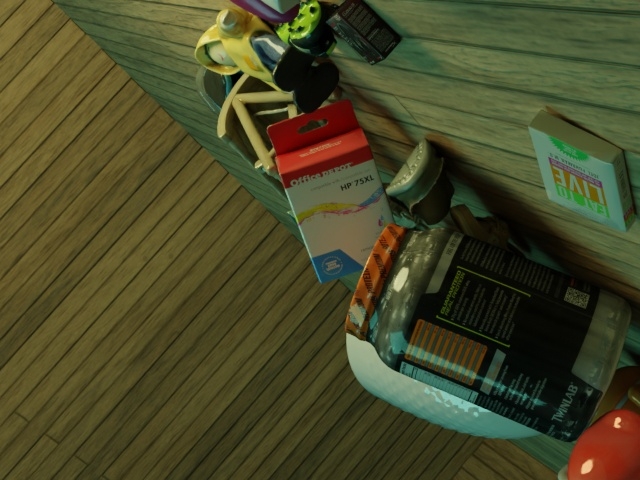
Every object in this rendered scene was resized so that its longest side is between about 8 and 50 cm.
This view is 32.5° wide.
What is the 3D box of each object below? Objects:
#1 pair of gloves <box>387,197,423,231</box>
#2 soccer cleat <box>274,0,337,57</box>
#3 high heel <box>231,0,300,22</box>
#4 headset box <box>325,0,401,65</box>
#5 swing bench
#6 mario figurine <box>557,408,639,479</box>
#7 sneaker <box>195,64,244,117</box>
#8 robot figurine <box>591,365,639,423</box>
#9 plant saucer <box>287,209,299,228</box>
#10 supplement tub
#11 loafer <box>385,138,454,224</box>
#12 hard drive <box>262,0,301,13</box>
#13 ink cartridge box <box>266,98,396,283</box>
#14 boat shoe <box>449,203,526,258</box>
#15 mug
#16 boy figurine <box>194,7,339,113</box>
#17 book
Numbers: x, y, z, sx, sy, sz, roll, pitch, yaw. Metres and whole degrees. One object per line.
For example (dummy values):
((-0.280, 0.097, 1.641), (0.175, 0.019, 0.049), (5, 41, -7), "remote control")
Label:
((0.191, 0.006, 1.995), (0.240, 0.042, 0.204), (35, 167, 10), "pair of gloves")
((-0.008, -0.258, 1.363), (0.072, 0.060, 0.179), (33, -178, -15), "soccer cleat")
((-0.114, -0.349, 1.247), (0.244, 0.082, 0.117), (54, -175, 4), "high heel")
((0.045, -0.240, 1.244), (0.083, 0.032, 0.062), (41, 174, -11), "headset box")
((-0.017, -0.130, 1.756), (0.253, 0.165, 0.255), (44, 172, -36), "swing bench")
((0.436, 0.309, 1.390), (0.320, 0.198, 0.170), (2, -133, -35), "mario figurine")
((-0.079, -0.186, 1.924), (0.341, 0.125, 0.140), (42, 171, -18), "sneaker")
((0.491, 0.271, 1.621), (0.219, 0.128, 0.158), (38, -156, 31), "robot figurine")
((0.000, 0.000, 1.733), (0.067, 0.018, 0.192), (34, 173, 22), "plant saucer")
((0.217, 0.112, 1.456), (0.338, 0.207, 0.207), (23, 170, 10), "supplement tub")
((0.151, -0.076, 1.527), (0.087, 0.094, 0.251), (35, -178, 5), "loafer")
((-0.141, -0.380, 1.109), (0.307, 0.040, 0.203), (38, 153, 28), "hard drive")
((0.022, -0.069, 1.564), (0.078, 0.134, 0.231), (-104, -6, -64), "ink cartridge box")
((0.239, -0.007, 1.553), (0.170, 0.059, 0.063), (45, -169, -44), "boat shoe")
((0.281, 0.186, 1.762), (0.374, 0.276, 0.328), (26, 175, -39), "mug")
((-0.096, -0.274, 1.599), (0.285, 0.092, 0.177), (29, 169, 49), "boy figurine")
((0.268, -0.068, 1.112), (0.096, 0.035, 0.144), (33, 169, 32), "book")
